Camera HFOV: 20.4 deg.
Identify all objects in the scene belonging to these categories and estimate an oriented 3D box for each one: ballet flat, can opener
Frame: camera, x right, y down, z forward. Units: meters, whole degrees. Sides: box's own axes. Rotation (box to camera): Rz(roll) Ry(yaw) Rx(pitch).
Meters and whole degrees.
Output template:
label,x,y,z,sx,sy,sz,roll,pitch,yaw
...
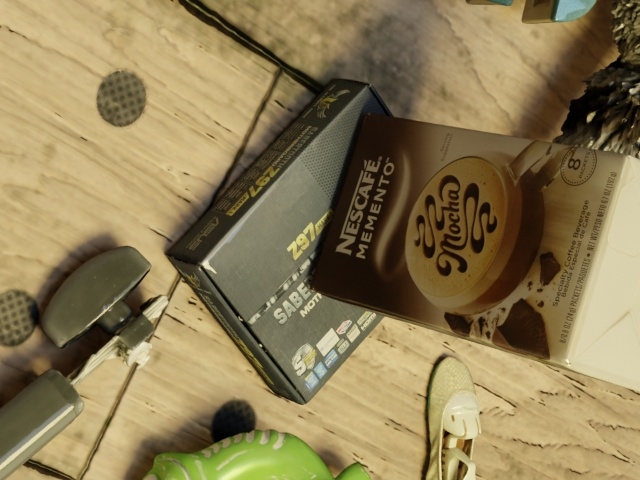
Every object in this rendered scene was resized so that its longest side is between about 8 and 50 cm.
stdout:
label,x,y,z,sx,sy,sz,roll,pitch,yaw
ballet flat,0.134,0.197,1.715,0.057,0.052,0.168,-4,102,-36
can opener,-0.231,0.123,1.428,0.093,0.074,0.280,44,68,1

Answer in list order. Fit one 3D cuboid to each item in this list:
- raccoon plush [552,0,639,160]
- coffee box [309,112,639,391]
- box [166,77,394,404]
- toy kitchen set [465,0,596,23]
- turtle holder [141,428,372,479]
label,x,y,z,sx,sy,sz,roll,pitch,yaw
raccoon plush,0.355,-0.236,1.589,0.299,0.216,0.446,72,41,-62
coffee box,0.147,0.004,1.452,0.119,0.297,0.168,19,86,-41
box,0.000,0.000,1.567,0.232,0.059,0.183,-47,122,-20
toy kitchen set,0.194,-0.307,1.585,0.166,0.122,0.207,13,89,-23
turtle holder,-0.006,0.321,1.525,0.227,0.243,0.320,-36,130,-6
